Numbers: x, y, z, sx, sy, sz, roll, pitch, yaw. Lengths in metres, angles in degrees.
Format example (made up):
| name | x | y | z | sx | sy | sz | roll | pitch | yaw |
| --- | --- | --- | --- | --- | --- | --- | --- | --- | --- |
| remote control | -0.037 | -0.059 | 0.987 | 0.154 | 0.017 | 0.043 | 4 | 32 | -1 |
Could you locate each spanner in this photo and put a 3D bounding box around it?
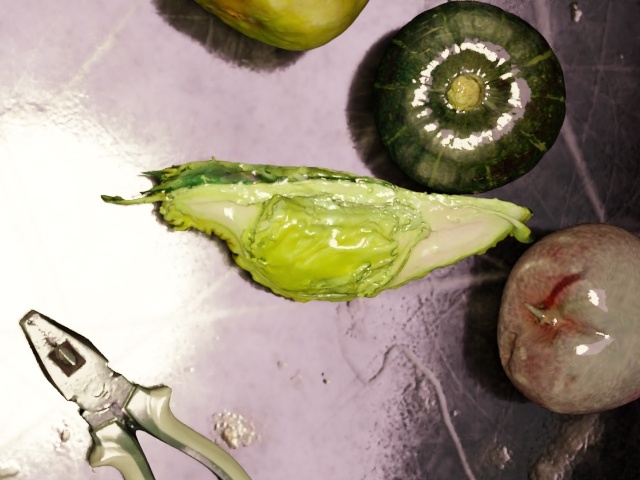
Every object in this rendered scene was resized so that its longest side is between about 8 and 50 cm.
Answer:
| name | x | y | z | sx | sy | sz | roll | pitch | yaw |
| --- | --- | --- | --- | --- | --- | --- | --- | --- | --- |
| spanner | -0.140 | 0.182 | 1.441 | 0.095 | 0.040 | 0.325 | -43 | 99 | -10 |

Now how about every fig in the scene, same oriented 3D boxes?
| name | x | y | z | sx | sy | sz | roll | pitch | yaw |
| --- | --- | --- | --- | --- | --- | --- | --- | --- | --- |
| fig | -0.017 | -0.253 | 1.430 | 0.167 | 0.167 | 0.233 | 54 | 43 | -6 |

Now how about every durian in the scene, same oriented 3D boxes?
| name | x | y | z | sx | sy | sz | roll | pitch | yaw |
| --- | --- | --- | --- | --- | --- | --- | --- | --- | --- |
| durian | 0.000 | -0.006 | 1.433 | 0.375 | 0.132 | 0.107 | 4 | 77 | -5 |

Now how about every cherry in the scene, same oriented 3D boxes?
| name | x | y | z | sx | sy | sz | roll | pitch | yaw |
| --- | --- | --- | --- | --- | --- | --- | --- | --- | --- |
| cherry | 0.237 | 0.065 | 1.474 | 0.176 | 0.140 | 0.176 | -11 | 108 | -35 |

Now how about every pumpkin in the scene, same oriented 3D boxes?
| name | x | y | z | sx | sy | sz | roll | pitch | yaw |
| --- | --- | --- | --- | --- | --- | --- | --- | --- | --- |
| pumpkin | 0.128 | -0.121 | 1.460 | 0.167 | 0.125 | 0.167 | -3 | 100 | -16 |
